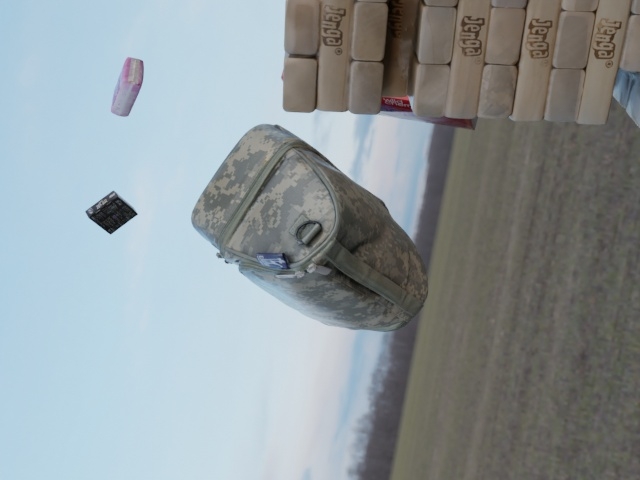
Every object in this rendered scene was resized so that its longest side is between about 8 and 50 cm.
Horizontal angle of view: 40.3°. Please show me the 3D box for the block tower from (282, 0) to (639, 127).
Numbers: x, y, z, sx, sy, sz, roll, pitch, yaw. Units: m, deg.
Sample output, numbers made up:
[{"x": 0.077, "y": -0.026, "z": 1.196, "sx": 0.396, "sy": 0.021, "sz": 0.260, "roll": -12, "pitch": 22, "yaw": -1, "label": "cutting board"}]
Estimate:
[{"x": 0.149, "y": -0.116, "z": 0.466, "sx": 0.097, "sy": 0.335, "sz": 0.091, "roll": -91, "pitch": 3, "yaw": -61, "label": "block tower"}]

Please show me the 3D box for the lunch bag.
[{"x": 0.000, "y": 0.000, "z": 1.262, "sx": 0.213, "sy": 0.256, "sz": 0.305, "roll": -55, "pitch": -42, "yaw": 0, "label": "lunch bag"}]

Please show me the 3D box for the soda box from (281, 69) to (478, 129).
[{"x": 0.086, "y": -0.221, "z": 1.170, "sx": 0.083, "sy": 0.263, "sz": 0.092, "roll": 37, "pitch": -114, "yaw": -71, "label": "soda box"}]

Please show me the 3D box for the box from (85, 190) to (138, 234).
[{"x": -0.386, "y": -0.051, "z": 1.617, "sx": 0.067, "sy": 0.018, "sz": 0.083, "roll": -37, "pitch": -27, "yaw": 1, "label": "box"}]

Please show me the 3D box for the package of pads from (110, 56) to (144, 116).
[{"x": -0.286, "y": -0.226, "z": 1.293, "sx": 0.083, "sy": 0.031, "sz": 0.050, "roll": 132, "pitch": 147, "yaw": -51, "label": "package of pads"}]
